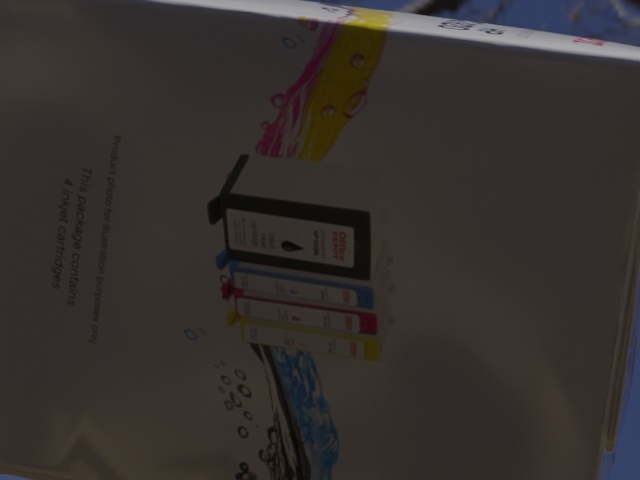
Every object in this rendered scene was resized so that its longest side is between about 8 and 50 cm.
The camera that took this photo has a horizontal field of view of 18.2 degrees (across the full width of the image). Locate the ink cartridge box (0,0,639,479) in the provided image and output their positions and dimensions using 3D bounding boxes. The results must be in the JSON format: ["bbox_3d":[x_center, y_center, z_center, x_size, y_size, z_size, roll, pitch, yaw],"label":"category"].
[{"bbox_3d":[0.000,0.000,0.715,0.232,0.168,0.171,8,8,10],"label":"ink cartridge box"}]
